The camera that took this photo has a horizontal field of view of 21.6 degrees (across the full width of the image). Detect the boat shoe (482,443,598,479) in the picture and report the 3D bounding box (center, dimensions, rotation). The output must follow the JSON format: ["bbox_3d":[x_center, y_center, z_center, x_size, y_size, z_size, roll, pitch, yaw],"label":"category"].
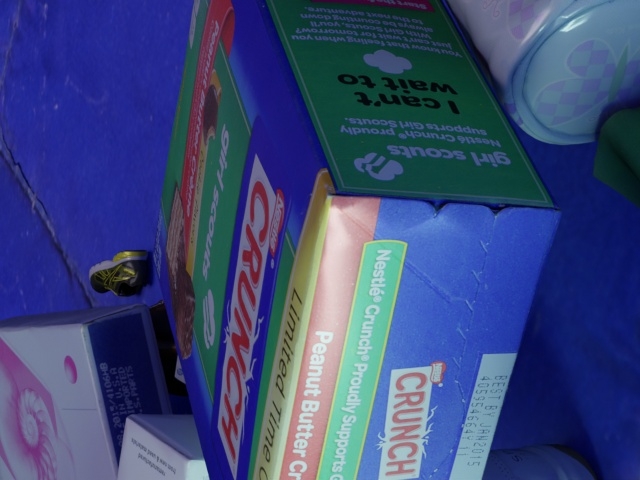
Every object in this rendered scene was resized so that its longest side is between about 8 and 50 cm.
[{"bbox_3d":[0.109,0.245,0.882,0.098,0.096,0.277,-37,57,49],"label":"boat shoe"}]

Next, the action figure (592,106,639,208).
[{"bbox_3d":[0.218,-0.003,0.763,0.137,0.063,0.232,-60,36,33],"label":"action figure"}]

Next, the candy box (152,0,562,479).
[{"bbox_3d":[0.000,0.000,0.912,0.317,0.122,0.268,-113,28,-51],"label":"candy box"}]

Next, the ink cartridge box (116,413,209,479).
[{"bbox_3d":[-0.045,0.236,1.063,0.100,0.172,0.237,22,106,57],"label":"ink cartridge box"}]

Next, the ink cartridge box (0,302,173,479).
[{"bbox_3d":[-0.199,0.220,1.346,0.330,0.071,0.324,-9,95,57],"label":"ink cartridge box"}]

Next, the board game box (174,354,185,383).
[{"bbox_3d":[-0.016,0.099,1.097,0.154,0.103,0.026,22,106,57],"label":"board game box"}]

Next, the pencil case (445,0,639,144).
[{"bbox_3d":[0.110,-0.181,0.908,0.124,0.113,0.273,-27,53,5],"label":"pencil case"}]

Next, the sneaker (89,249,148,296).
[{"bbox_3d":[-0.173,0.034,1.432,0.083,0.031,0.035,-32,60,53],"label":"sneaker"}]

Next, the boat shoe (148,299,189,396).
[{"bbox_3d":[-0.090,0.073,1.267,0.207,0.073,0.073,-5,45,56],"label":"boat shoe"}]
